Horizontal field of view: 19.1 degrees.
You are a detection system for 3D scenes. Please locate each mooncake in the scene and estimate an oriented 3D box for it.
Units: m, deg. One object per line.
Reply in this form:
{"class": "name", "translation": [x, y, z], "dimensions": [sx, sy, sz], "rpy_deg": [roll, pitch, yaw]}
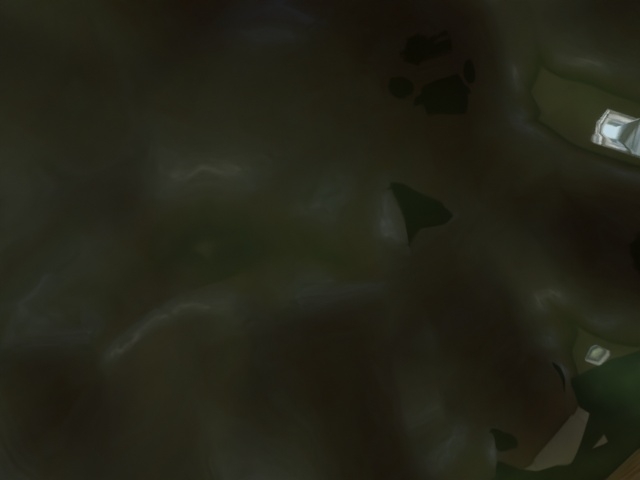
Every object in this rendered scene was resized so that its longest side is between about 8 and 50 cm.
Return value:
{"class": "mooncake", "translation": [0.000, 0.000, 0.497], "dimensions": [0.351, 0.187, 0.351], "rpy_deg": [1, -89, 30]}
